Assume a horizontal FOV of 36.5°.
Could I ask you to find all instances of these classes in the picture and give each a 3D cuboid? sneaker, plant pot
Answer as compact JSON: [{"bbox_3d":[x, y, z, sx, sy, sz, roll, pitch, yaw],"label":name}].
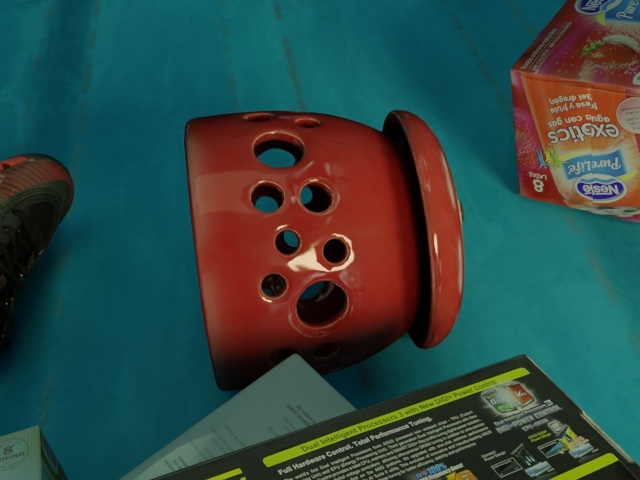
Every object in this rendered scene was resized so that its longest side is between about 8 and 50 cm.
[{"bbox_3d":[-0.281,0.031,0.785,0.135,0.097,0.276,15,47,31],"label":"sneaker"},{"bbox_3d":[0.000,0.000,0.680,0.174,0.191,0.191,-7,37,-7],"label":"plant pot"}]

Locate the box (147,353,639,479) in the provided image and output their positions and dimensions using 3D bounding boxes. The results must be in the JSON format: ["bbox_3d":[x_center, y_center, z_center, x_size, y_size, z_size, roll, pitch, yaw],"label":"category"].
[{"bbox_3d":[0.053,0.167,0.404,0.270,0.060,0.216,-12,42,-34],"label":"box"}]

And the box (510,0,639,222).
[{"bbox_3d":[0.269,-0.146,0.832,0.122,0.128,0.257,14,45,30],"label":"box"}]

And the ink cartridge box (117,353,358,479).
[{"bbox_3d":[-0.025,0.195,0.514,0.224,0.045,0.223,-32,55,-27],"label":"ink cartridge box"}]

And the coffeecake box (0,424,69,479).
[{"bbox_3d":[-0.219,0.213,0.560,0.142,0.068,0.185,-17,37,-5],"label":"coffeecake box"}]
